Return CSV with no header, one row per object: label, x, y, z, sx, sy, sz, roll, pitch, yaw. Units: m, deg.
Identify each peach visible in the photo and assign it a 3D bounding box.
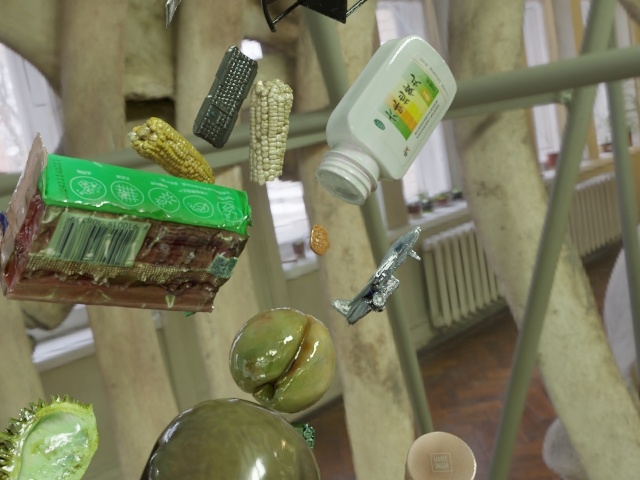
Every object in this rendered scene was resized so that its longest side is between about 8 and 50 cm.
peach,-0.099,0.315,1.998,0.292,0.292,0.247,-20,-30,-46

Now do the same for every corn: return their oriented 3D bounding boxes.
corn,-0.338,-0.190,1.757,0.101,0.101,0.291,-7,-26,21
corn,-0.102,-0.219,1.498,0.087,0.210,0.087,4,16,-1

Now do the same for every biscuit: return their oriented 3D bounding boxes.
biscuit,0.000,0.000,2.050,0.015,0.091,0.078,-20,-39,40

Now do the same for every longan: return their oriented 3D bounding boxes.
longan,-0.160,0.443,1.222,0.361,0.360,0.361,-10,9,2

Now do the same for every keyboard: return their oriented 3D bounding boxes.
keyboard,-0.240,-0.366,1.906,0.106,0.262,0.016,31,-16,-36

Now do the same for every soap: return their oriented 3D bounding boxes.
soap,-0.224,-0.003,0.870,0.274,0.098,0.217,8,-46,-36

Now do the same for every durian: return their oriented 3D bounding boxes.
durian,-0.601,0.484,1.525,0.163,0.198,0.394,-35,30,31

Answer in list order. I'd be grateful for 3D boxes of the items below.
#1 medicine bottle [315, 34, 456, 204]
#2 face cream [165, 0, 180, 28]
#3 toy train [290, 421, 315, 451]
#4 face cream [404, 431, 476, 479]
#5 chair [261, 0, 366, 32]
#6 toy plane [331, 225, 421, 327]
medicine bottle,0.120,-0.223,1.420,0.124,0.179,0.324,11,61,54
face cream,-0.438,-0.769,2.291,0.070,0.224,0.114,16,-22,-5
toy train,-0.052,0.573,2.082,0.071,0.147,0.038,5,22,10
face cream,0.258,0.506,1.615,0.149,0.104,0.149,-1,48,1
chair,0.005,-0.562,1.619,0.141,0.154,0.260,30,58,21
toy plane,0.145,0.082,1.628,0.267,0.088,0.212,-44,-11,-7
